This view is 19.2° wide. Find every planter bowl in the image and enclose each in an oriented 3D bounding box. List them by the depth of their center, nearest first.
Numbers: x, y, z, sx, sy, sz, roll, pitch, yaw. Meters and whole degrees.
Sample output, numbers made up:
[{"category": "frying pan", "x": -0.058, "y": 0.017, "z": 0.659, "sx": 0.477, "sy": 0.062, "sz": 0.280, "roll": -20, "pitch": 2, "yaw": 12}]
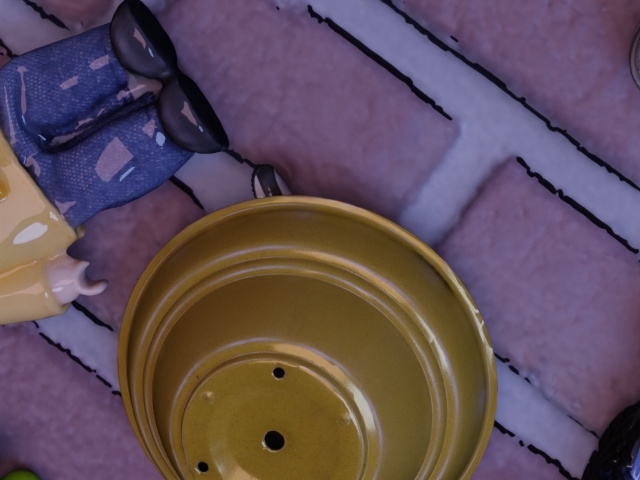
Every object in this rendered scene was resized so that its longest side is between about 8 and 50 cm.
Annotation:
[{"category": "planter bowl", "x": -0.017, "y": 0.092, "z": 1.017, "sx": 0.217, "sy": 0.090, "sz": 0.217, "roll": 4, "pitch": 110, "yaw": 10}]

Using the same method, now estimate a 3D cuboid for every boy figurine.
[{"category": "boy figurine", "x": -0.199, "y": -0.029, "z": 1.051, "sx": 0.285, "sy": 0.092, "sz": 0.177, "roll": -29, "pitch": 95, "yaw": 6}]

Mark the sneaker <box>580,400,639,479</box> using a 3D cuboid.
[{"category": "sneaker", "x": 0.204, "y": 0.114, "z": 1.023, "sx": 0.087, "sy": 0.083, "sz": 0.221, "roll": 22, "pitch": 102, "yaw": -4}]

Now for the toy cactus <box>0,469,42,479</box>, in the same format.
[{"category": "toy cactus", "x": -0.233, "y": 0.190, "z": 1.082, "sx": 0.219, "sy": 0.112, "sz": 0.180, "roll": 33, "pitch": 109, "yaw": -6}]

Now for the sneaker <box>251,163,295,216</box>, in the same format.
[{"category": "sneaker", "x": 0.000, "y": 0.000, "z": 1.057, "sx": 0.043, "sy": 0.040, "sz": 0.109, "roll": -33, "pitch": 100, "yaw": 5}]

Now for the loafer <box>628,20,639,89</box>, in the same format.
[{"category": "loafer", "x": 0.289, "y": -0.183, "z": 0.968, "sx": 0.111, "sy": 0.112, "sz": 0.319, "roll": 36, "pitch": 107, "yaw": -3}]
